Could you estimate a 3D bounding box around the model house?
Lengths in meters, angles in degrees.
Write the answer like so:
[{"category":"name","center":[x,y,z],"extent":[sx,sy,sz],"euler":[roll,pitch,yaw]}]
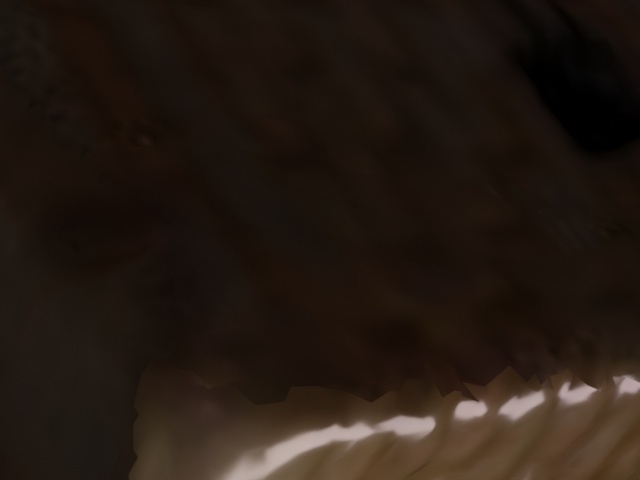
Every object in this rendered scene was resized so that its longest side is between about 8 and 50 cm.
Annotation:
[{"category":"model house","center":[-0.018,0.060,0.625],"extent":[0.342,0.335,0.382],"euler":[-6,143,-36]}]
